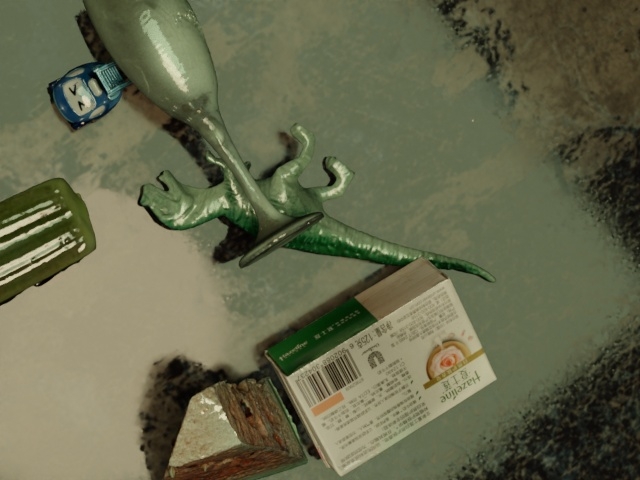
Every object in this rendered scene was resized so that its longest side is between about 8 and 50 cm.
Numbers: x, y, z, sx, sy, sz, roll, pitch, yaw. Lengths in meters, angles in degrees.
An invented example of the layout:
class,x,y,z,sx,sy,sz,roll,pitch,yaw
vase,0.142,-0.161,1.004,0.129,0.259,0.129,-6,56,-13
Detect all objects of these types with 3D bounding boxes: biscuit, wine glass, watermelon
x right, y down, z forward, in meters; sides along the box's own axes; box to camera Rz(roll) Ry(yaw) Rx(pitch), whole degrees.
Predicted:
class,x,y,z,sx,sy,sz,roll,pitch,yaw
biscuit,-0.375,0.042,1.865,0.322,0.038,0.099,-27,92,-9
wine glass,-0.047,-0.172,1.841,0.264,0.096,0.310,-31,87,-8
watermelon,-0.102,0.192,1.817,0.154,0.241,0.094,-25,78,-3

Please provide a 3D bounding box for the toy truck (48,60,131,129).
class,x,y,z,sx,sy,sz,roll,pitch,yaw
toy truck,-0.221,-0.153,1.859,0.073,0.090,0.056,-34,97,-36

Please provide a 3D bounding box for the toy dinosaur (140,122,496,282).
class,x,y,z,sx,sy,sz,roll,pitch,yaw
toy dinosaur,0.012,-0.048,1.916,0.382,0.076,0.129,10,95,-6

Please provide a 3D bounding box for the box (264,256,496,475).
class,x,y,z,sx,sy,sz,roll,pitch,yaw
box,0.062,0.127,1.903,0.199,0.081,0.135,-29,115,-7
